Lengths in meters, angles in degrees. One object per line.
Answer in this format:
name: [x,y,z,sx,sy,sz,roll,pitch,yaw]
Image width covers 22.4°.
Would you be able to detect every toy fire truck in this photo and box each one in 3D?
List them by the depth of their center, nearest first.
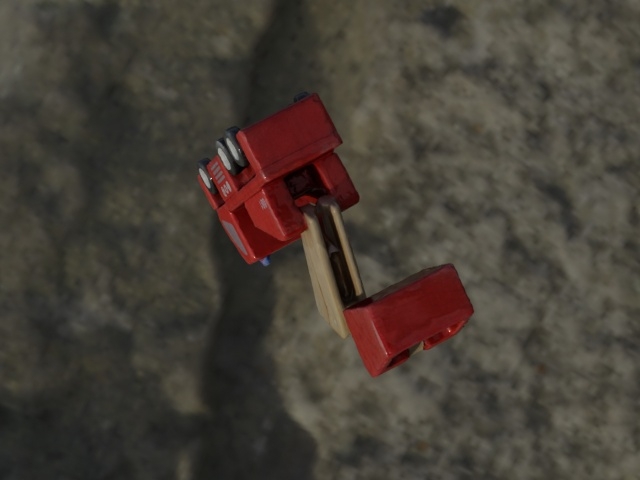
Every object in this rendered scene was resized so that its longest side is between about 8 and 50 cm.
toy fire truck: [0.000,0.000,0.791,0.047,0.135,0.192,-27,-1,-15]
